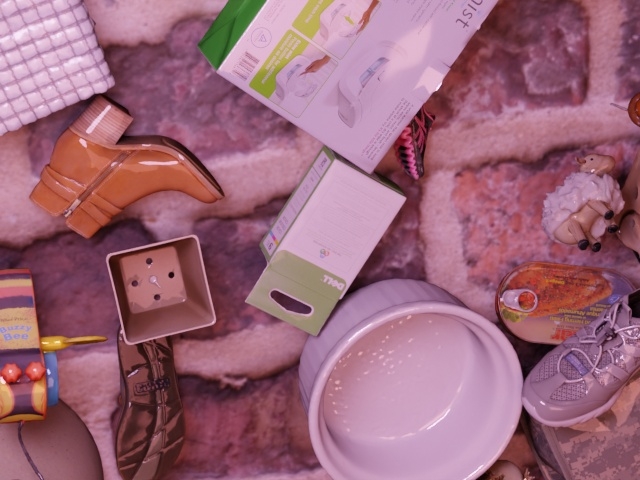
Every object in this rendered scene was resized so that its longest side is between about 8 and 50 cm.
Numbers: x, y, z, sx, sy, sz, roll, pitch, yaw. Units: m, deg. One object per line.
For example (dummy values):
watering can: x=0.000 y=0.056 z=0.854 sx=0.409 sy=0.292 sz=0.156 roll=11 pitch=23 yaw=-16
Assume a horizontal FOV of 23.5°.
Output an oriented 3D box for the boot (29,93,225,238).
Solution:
boot: x=-0.225 y=-0.060 z=1.786 sx=0.197 sy=0.073 sz=0.152 roll=34 pitch=98 yaw=-13

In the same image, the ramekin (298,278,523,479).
ramekin: x=0.104 y=0.182 z=1.940 sx=0.277 sy=0.135 sz=0.277 roll=-5 pitch=112 yaw=-14

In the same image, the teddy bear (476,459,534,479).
teddy bear: x=0.133 y=0.391 z=1.982 sx=0.338 sy=0.245 sz=0.113 roll=-31 pitch=105 yaw=-8

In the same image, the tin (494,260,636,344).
tin: x=0.318 y=0.086 z=1.984 sx=0.189 sy=0.040 sz=0.106 roll=7 pitch=78 yaw=-6

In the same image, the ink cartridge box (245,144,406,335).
ink cartridge box: x=0.000 y=0.000 z=1.876 sx=0.109 sy=0.062 sz=0.209 roll=28 pitch=102 yaw=-24

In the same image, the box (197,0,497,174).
box: x=0.034 y=-0.250 z=1.749 sx=0.231 sy=0.127 sz=0.262 roll=31 pitch=100 yaw=-25

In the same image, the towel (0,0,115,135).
towel: x=-0.390 y=-0.229 z=1.645 sx=0.283 sy=0.121 sz=0.235 roll=-24 pitch=114 yaw=-3

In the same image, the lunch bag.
lunch bag: x=0.411 y=0.271 z=2.046 sx=0.235 sy=0.169 sz=0.287 roll=-27 pitch=111 yaw=-5

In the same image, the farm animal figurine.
farm animal figurine: x=0.466 y=-0.107 z=1.919 sx=0.330 sy=0.172 sz=0.327 roll=17 pitch=118 yaw=-29

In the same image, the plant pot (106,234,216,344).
plant pot: x=-0.193 y=0.051 z=1.816 sx=0.109 sy=0.096 sz=0.109 roll=-13 pitch=99 yaw=-11

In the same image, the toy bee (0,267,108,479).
toy bee: x=-0.324 y=0.141 z=1.704 sx=0.195 sy=0.298 sz=0.162 roll=-23 pitch=158 yaw=-25

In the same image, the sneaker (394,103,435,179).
sneaker: x=0.118 y=-0.132 z=1.871 sx=0.057 sy=0.047 sz=0.119 roll=-21 pitch=117 yaw=-19

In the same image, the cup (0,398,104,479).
cup: x=-0.406 y=0.356 z=1.811 sx=0.331 sy=0.237 sz=0.331 roll=-6 pitch=114 yaw=-14

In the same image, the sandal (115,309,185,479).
sandal: x=-0.220 y=0.192 z=1.900 sx=0.090 sy=0.060 sz=0.219 roll=-8 pitch=99 yaw=-19

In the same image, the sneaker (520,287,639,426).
sneaker: x=0.357 y=0.119 z=1.892 sx=0.281 sy=0.105 sz=0.115 roll=-35 pitch=145 yaw=-17
